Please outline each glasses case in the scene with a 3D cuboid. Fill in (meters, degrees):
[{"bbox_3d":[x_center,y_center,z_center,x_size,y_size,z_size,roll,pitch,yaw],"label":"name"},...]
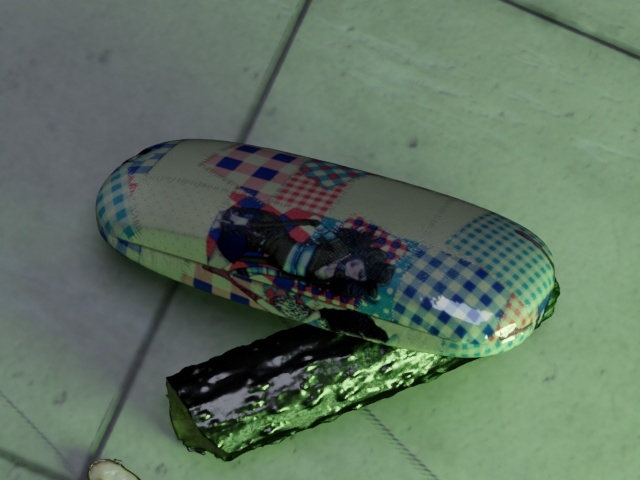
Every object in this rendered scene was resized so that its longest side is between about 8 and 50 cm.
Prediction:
[{"bbox_3d":[0.000,0.000,1.106,0.327,0.076,0.125,16,40,19],"label":"glasses case"}]

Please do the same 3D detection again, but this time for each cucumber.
[{"bbox_3d":[0.040,0.076,1.131,0.303,0.081,0.072,-20,75,-15],"label":"cucumber"}]

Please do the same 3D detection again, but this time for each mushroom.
[{"bbox_3d":[-0.131,0.193,1.089,0.049,0.019,0.101,-18,65,-17],"label":"mushroom"}]
